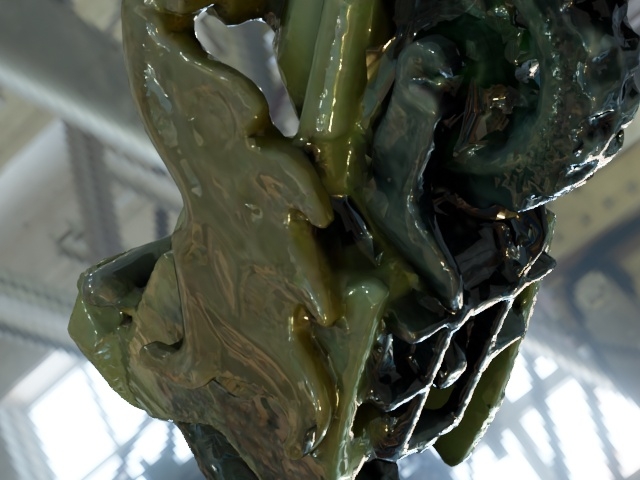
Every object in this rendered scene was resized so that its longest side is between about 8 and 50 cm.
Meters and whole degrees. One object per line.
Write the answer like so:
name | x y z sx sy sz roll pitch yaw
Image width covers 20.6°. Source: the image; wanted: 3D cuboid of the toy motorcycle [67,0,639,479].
toy motorcycle | 0.000 0.000 0.805 0.168 0.410 0.237 -24 -124 -41
